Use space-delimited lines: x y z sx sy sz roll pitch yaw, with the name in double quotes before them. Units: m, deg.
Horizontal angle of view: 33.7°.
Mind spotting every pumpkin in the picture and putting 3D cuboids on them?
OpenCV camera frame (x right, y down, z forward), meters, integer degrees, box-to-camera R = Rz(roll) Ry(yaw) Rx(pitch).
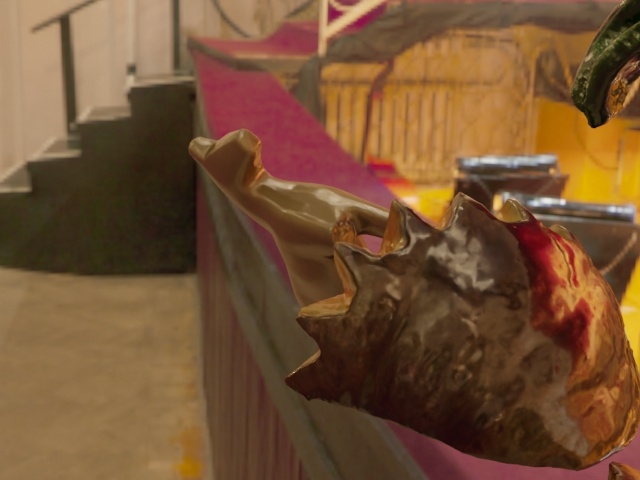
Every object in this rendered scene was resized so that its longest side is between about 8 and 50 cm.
"pumpkin" 0.122 0.053 0.666 0.254 0.130 0.149 -6 27 -26

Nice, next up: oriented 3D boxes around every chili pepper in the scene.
"chili pepper" 0.203 -0.098 0.474 0.182 0.050 0.073 -7 -32 14

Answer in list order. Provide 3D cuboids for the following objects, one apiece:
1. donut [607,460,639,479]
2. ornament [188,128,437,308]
"donut" 0.181 0.176 0.530 0.140 0.059 0.140 41 11 -10
"ornament" 0.000 0.000 0.948 0.245 0.230 0.061 19 57 31
